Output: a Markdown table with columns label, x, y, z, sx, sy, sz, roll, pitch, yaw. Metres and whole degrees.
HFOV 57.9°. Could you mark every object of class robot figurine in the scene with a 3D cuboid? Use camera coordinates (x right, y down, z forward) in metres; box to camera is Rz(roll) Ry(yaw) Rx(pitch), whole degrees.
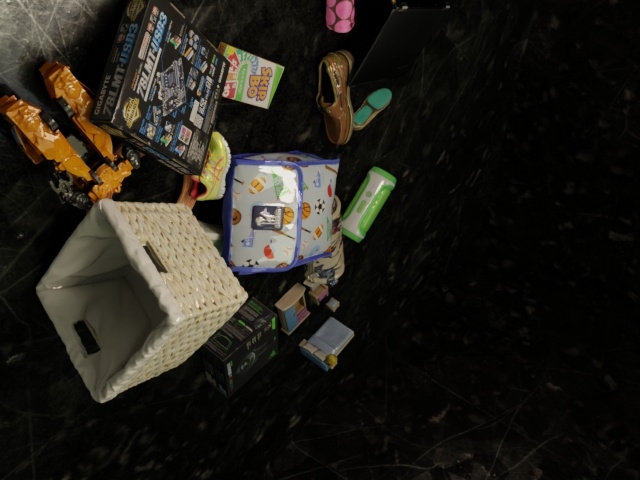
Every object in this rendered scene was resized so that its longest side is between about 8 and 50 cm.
| label | x | y | z | sx | sy | sz | roll | pitch | yaw |
| --- | --- | --- | --- | --- | --- | --- | --- | --- | --- |
| robot figurine | -0.489 | -0.199 | 1.160 | 0.211 | 0.085 | 0.291 | -47 | 145 | -19 |

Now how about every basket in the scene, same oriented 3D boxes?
| label | x | y | z | sx | sy | sz | roll | pitch | yaw |
| --- | --- | --- | --- | --- | --- | --- | --- | --- | --- |
| basket | -0.407 | 0.126 | 1.319 | 0.331 | 0.328 | 0.266 | -44 | 162 | 25 |

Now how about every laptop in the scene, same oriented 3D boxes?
| label | x | y | z | sx | sy | sz | roll | pitch | yaw |
| --- | --- | --- | --- | --- | --- | --- | --- | --- | --- |
| laptop | 0.215 | -0.725 | 1.777 | 0.382 | 0.236 | 0.408 | -29 | 104 | -50 |

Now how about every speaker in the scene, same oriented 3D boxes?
| label | x | y | z | sx | sy | sz | roll | pitch | yaw |
| --- | --- | --- | --- | --- | --- | --- | --- | --- | --- |
| speaker | 0.184 | -0.144 | 2.321 | 0.297 | 0.131 | 0.131 | -59 | 153 | 2 |

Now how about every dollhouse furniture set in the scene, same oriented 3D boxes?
| label | x | y | z | sx | sy | sz | roll | pitch | yaw |
| --- | --- | --- | --- | --- | --- | --- | --- | --- | --- |
| dollhouse furniture set | 0.015 | 0.313 | 2.322 | 0.286 | 0.303 | 0.198 | -44 | 151 | -25 |

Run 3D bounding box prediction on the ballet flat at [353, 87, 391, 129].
| label | x | y | z | sx | sy | sz | roll | pitch | yaw |
| --- | --- | --- | --- | --- | --- | --- | --- | --- | --- |
| ballet flat | 0.173 | -0.464 | 2.051 | 0.206 | 0.073 | 0.067 | -43 | 177 | -22 |

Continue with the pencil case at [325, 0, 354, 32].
| label | x | y | z | sx | sy | sz | roll | pitch | yaw |
| --- | --- | --- | --- | --- | --- | --- | --- | --- | --- |
| pencil case | 0.063 | -0.690 | 1.593 | 0.098 | 0.095 | 0.209 | -70 | 170 | -45 |

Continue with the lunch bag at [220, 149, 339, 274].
| label | x | y | z | sx | sy | sz | roll | pitch | yaw |
| --- | --- | --- | --- | --- | --- | --- | --- | --- | --- |
| lunch bag | -0.127 | -0.089 | 1.690 | 0.385 | 0.239 | 0.328 | -11 | 110 | -51 |

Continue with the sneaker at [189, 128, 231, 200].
| label | x | y | z | sx | sy | sz | roll | pitch | yaw |
| --- | --- | --- | --- | --- | --- | --- | --- | --- | --- |
| sneaker | -0.290 | -0.185 | 1.477 | 0.094 | 0.081 | 0.209 | -23 | 135 | -40 |

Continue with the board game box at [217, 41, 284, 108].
| label | x | y | z | sx | sy | sz | roll | pitch | yaw |
| --- | --- | --- | --- | --- | --- | --- | --- | --- | --- |
| board game box | -0.188 | -0.423 | 1.512 | 0.259 | 0.039 | 0.124 | -6 | 124 | -60 |

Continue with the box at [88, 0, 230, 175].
| label | x | y | z | sx | sy | sz | roll | pitch | yaw |
| --- | --- | --- | --- | --- | --- | --- | --- | --- | --- |
| box | -0.327 | -0.325 | 1.238 | 0.293 | 0.073 | 0.296 | 30 | 70 | -61 |

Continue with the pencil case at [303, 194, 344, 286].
| label | x | y | z | sx | sy | sz | roll | pitch | yaw |
| --- | --- | --- | --- | --- | --- | --- | --- | --- | --- |
| pencil case | 0.000 | 0.000 | 2.127 | 0.183 | 0.159 | 0.410 | -58 | 157 | -33 |

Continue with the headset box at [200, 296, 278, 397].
| label | x | y | z | sx | sy | sz | roll | pitch | yaw |
| --- | --- | --- | --- | --- | --- | --- | --- | --- | --- |
| headset box | -0.281 | 0.380 | 2.088 | 0.283 | 0.131 | 0.246 | -38 | 148 | -35 |

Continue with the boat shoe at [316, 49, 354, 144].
| label | x | y | z | sx | sy | sz | roll | pitch | yaw |
| --- | --- | --- | --- | --- | --- | --- | --- | --- | --- |
| boat shoe | 0.033 | -0.434 | 1.803 | 0.104 | 0.110 | 0.307 | -31 | 133 | -35 |

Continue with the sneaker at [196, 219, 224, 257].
| label | x | y | z | sx | sy | sz | roll | pitch | yaw |
| --- | --- | --- | --- | --- | --- | --- | --- | --- | --- |
| sneaker | -0.337 | 0.028 | 1.644 | 0.151 | 0.094 | 0.256 | -61 | 162 | 5 |

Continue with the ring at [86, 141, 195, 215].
| label | x | y | z | sx | sy | sz | roll | pitch | yaw |
| --- | --- | --- | --- | --- | --- | --- | --- | --- | --- |
| ring | -0.429 | -0.123 | 1.426 | 0.336 | 0.032 | 0.337 | -41 | 149 | -31 |
